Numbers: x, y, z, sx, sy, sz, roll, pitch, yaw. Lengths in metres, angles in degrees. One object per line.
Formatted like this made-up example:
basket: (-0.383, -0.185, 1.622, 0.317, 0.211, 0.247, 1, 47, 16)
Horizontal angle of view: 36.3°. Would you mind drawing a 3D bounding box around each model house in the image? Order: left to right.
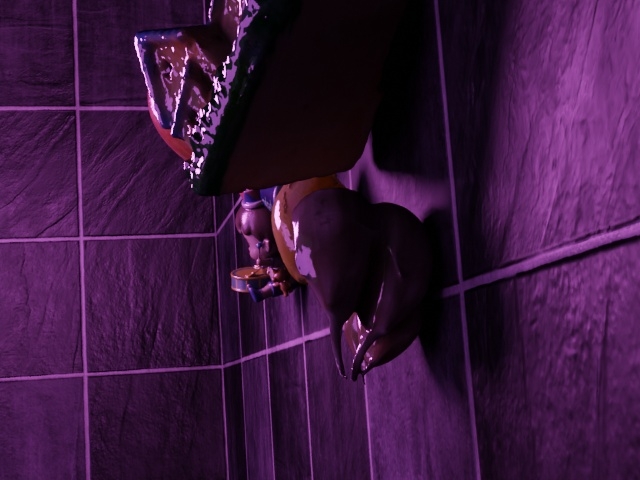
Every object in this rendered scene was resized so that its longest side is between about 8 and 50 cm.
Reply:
model house: (-0.096, -0.322, 1.508, 0.342, 0.335, 0.382, 49, 134, 29)

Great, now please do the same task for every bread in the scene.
bread: (-0.009, -0.010, 1.705, 0.158, 0.156, 0.260, 114, 152, -58)

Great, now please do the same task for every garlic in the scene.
garlic: (0.048, 0.050, 1.372, 0.292, 0.210, 0.237, -95, 17, -55)

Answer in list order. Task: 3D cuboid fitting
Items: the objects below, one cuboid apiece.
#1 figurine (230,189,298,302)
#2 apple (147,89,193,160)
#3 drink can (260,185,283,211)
figurine: (-0.126, -0.005, 2.196, 0.161, 0.158, 0.275, -53, -36, -77)
apple: (-0.165, -0.261, 1.950, 0.269, 0.345, 0.345, 59, 157, 18)
drink can: (-0.055, -0.095, 1.978, 0.205, 0.118, 0.118, -152, 61, -74)
